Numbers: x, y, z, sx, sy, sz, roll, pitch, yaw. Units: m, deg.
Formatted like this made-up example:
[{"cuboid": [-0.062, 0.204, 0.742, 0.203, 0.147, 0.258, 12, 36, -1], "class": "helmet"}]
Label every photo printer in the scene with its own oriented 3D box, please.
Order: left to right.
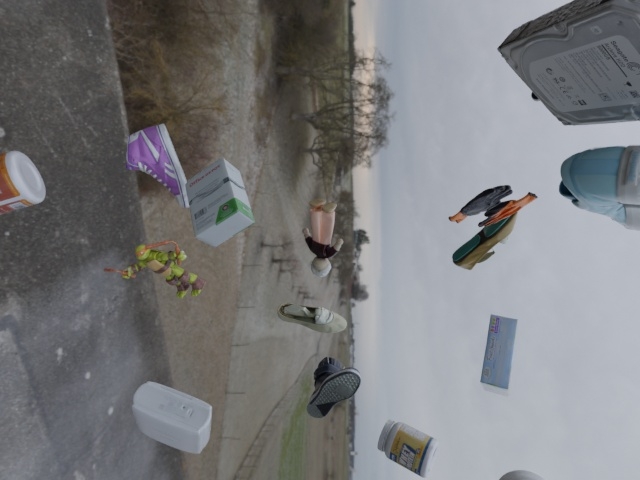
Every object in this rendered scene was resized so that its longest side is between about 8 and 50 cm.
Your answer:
[{"cuboid": [-0.499, 0.616, 1.363, 0.307, 0.256, 0.107, 110, 2, -47], "class": "photo printer"}]

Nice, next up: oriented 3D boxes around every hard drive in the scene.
[{"cuboid": [0.481, -0.300, 0.681, 0.064, 0.237, 0.339, -50, -165, 4], "class": "hard drive"}]

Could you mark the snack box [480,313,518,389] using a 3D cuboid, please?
[{"cuboid": [0.473, 0.307, 1.054, 0.207, 0.070, 0.174, 49, 55, -56], "class": "snack box"}]

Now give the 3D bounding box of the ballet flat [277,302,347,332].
[{"cuboid": [-0.033, 0.259, 1.376, 0.086, 0.249, 0.086, 7, 90, -78], "class": "ballet flat"}]

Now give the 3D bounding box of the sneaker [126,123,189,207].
[{"cuboid": [-0.533, -0.221, 1.306, 0.281, 0.161, 0.102, 69, -15, -5], "class": "sneaker"}]

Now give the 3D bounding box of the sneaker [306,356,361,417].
[{"cuboid": [0.046, 0.381, 1.137, 0.226, 0.086, 0.163, -51, -173, 34], "class": "sneaker"}]

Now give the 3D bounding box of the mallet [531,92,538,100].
[{"cuboid": [0.683, -0.542, 1.339, 0.062, 0.039, 0.189, -6, 62, -54], "class": "mallet"}]

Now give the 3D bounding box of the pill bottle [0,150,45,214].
[{"cuboid": [-0.734, -0.106, 0.857, 0.121, 0.216, 0.121, 161, -90, -79], "class": "pill bottle"}]

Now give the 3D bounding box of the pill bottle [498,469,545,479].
[{"cuboid": [0.447, 0.621, 0.827, 0.278, 0.162, 0.161, -11, 98, -73], "class": "pill bottle"}]

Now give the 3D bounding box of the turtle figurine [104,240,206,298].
[{"cuboid": [-0.439, 0.076, 1.100, 0.217, 0.270, 0.087, 50, 30, -38], "class": "turtle figurine"}]

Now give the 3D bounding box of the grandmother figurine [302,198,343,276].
[{"cuboid": [0.000, 0.000, 1.692, 0.208, 0.104, 0.341, 29, -51, 43], "class": "grandmother figurine"}]

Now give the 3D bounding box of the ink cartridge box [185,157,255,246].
[{"cuboid": [-0.292, -0.111, 1.150, 0.087, 0.153, 0.208, 39, 26, -55], "class": "ink cartridge box"}]

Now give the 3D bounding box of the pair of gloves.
[{"cuboid": [0.196, -0.038, 0.456, 0.074, 0.083, 0.010, -40, -127, 43], "class": "pair of gloves"}]

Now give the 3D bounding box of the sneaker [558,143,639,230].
[{"cuboid": [0.570, -0.110, 0.793, 0.366, 0.150, 0.135, 18, 88, -48], "class": "sneaker"}]

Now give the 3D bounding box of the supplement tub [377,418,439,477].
[{"cuboid": [0.335, 0.788, 1.528, 0.144, 0.200, 0.144, -32, 130, -49], "class": "supplement tub"}]

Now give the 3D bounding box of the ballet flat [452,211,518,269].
[{"cuboid": [0.457, -0.002, 1.080, 0.232, 0.073, 0.080, -51, -168, 39], "class": "ballet flat"}]
